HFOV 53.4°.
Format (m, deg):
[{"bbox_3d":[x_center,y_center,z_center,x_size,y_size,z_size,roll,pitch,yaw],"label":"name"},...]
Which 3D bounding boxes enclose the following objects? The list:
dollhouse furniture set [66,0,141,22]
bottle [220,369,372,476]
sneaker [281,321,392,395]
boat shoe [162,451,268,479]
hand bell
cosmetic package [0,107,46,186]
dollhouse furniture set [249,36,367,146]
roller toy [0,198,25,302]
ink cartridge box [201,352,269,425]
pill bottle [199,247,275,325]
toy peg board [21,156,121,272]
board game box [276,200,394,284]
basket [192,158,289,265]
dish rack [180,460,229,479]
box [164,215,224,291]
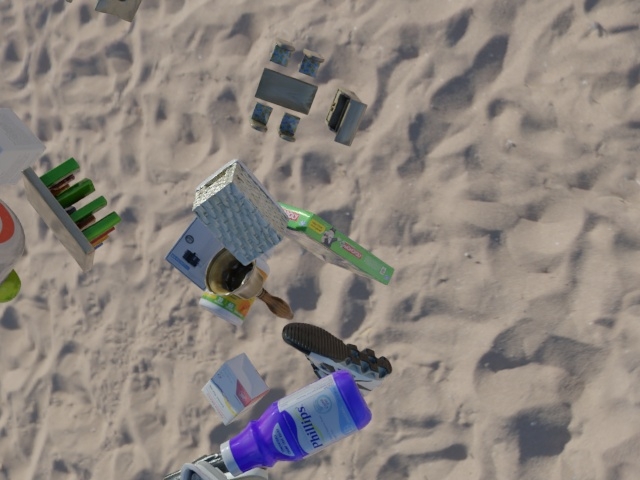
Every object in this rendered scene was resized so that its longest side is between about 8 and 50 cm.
[{"bbox_3d":[-0.375,-0.463,1.011,0.129,0.184,0.129,-49,52,32],"label":"dollhouse furniture set"},{"bbox_3d":[-0.048,0.351,1.200,0.283,0.092,0.118,-26,93,-2],"label":"bottle"},{"bbox_3d":[0.024,0.346,1.773,0.330,0.122,0.146,27,117,-11],"label":"sneaker"},{"bbox_3d":[-0.265,0.575,1.582,0.302,0.114,0.091,-14,48,14],"label":"boat shoe"},{"bbox_3d":[-0.129,0.116,1.388,0.126,0.242,0.126,-17,52,23],"label":"hand bell"},{"bbox_3d":[-0.846,-0.236,1.630,0.151,0.184,0.151,-43,89,15],"label":"cosmetic package"},{"bbox_3d":[-0.031,-0.334,1.527,0.161,0.242,0.212,-110,39,-62],"label":"dollhouse furniture set"},{"bbox_3d":[-0.496,0.001,0.821,0.191,0.209,0.146,43,105,9],"label":"roller toy"},{"bbox_3d":[-0.221,0.380,1.589,0.115,0.067,0.198,52,133,14],"label":"ink cartridge box"},{"bbox_3d":[-0.228,0.105,1.806,0.136,0.136,0.245,17,72,34],"label":"pill bottle"},{"bbox_3d":[-0.399,-0.046,1.039,0.161,0.079,0.160,53,156,-2],"label":"toy peg board"},{"bbox_3d":[0.000,0.000,1.435,0.213,0.317,0.046,19,80,43],"label":"board game box"},{"bbox_3d":[-0.152,-0.050,1.209,0.113,0.103,0.167,-34,112,17],"label":"basket"},{"bbox_3d":[-0.185,0.655,1.404,0.333,0.072,0.285,28,123,31],"label":"dish rack"},{"bbox_3d":[-0.324,-0.008,1.946,0.169,0.087,0.290,41,108,-2],"label":"box"}]
